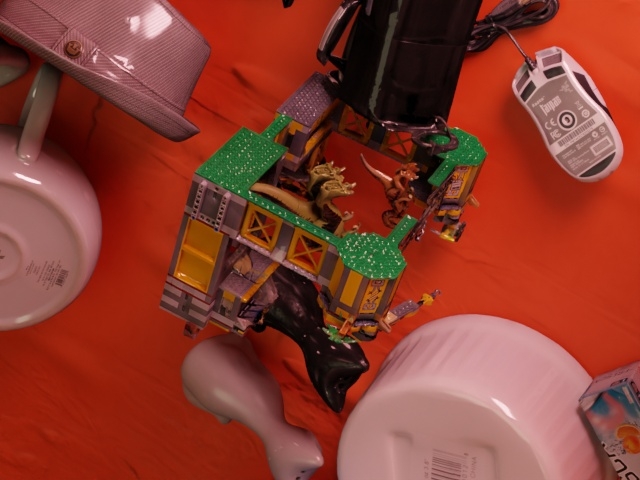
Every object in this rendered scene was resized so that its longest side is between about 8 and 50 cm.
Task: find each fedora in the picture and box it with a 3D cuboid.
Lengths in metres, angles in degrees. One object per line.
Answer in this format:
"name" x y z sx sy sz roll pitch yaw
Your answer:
"fedora" -0.219 -0.216 1.607 0.275 0.244 0.124 33 92 16

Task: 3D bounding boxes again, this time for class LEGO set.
"LEGO set" 0.000 0.000 1.501 0.255 0.331 0.192 22 127 4

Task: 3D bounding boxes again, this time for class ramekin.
"ramekin" 0.151 0.227 1.608 0.277 0.135 0.277 10 114 24

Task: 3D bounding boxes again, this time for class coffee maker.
"coffee maker" 0.096 -0.198 1.464 0.171 0.120 0.178 34 122 33

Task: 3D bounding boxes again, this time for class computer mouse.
"computer mouse" 0.218 -0.141 1.484 0.106 0.042 0.193 -34 86 29

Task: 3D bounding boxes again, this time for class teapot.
"teapot" -0.356 -0.041 1.755 0.256 0.187 0.252 -18 125 9

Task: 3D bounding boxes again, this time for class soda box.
"soda box" 0.326 0.213 1.551 0.058 0.063 0.183 -26 96 33

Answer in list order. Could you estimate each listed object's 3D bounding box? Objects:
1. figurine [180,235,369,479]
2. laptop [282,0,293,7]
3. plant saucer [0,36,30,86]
"figurine" -0.044 0.141 1.659 0.209 0.092 0.215 46 128 35
"laptop" -0.060 -0.390 1.474 0.264 0.136 0.234 35 122 12
"plant saucer" -0.509 -0.183 1.654 0.400 0.400 0.100 -12 92 31
